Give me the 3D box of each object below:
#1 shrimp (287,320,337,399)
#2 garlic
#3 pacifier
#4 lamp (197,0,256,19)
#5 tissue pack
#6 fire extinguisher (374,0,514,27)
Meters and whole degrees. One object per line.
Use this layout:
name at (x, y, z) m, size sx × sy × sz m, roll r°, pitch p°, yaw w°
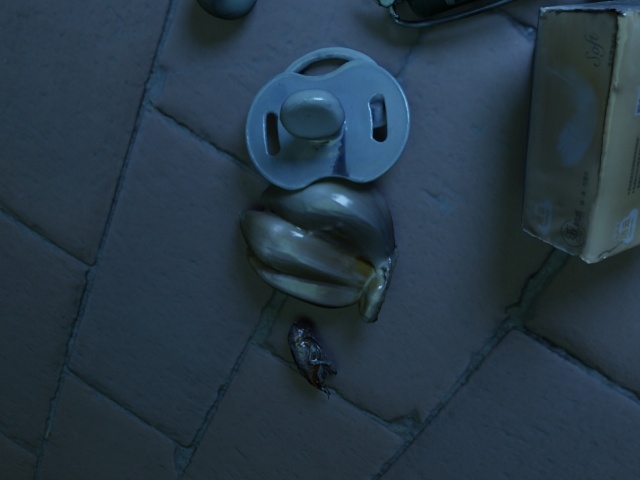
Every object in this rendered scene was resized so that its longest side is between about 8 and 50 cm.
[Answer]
shrimp at (-0.015, 0.254, 1.141) m, size 0.073 × 0.075 × 0.190 m, roll -25°, pitch 99°, yaw -6°
garlic at (0.000, 0.000, 0.980) m, size 0.325 × 0.132 × 0.279 m, roll 29°, pitch 111°, yaw -2°
pacifier at (-0.006, -0.197, 0.839) m, size 0.279 × 0.207 × 0.227 m, roll -5°, pitch 94°, yaw 16°
lamp at (-0.149, -0.401, 0.847) m, size 0.105 × 0.105 × 0.105 m, roll 8°, pitch 117°, yaw 15°
tissue pack at (0.372, -0.164, 0.742) m, size 0.239 × 0.238 × 0.305 m, roll 3°, pitch 116°, yaw 17°
fire extinguisher at (0.194, -0.372, 0.750) m, size 0.294 × 0.093 × 0.118 m, roll -11°, pitch 113°, yaw 23°
